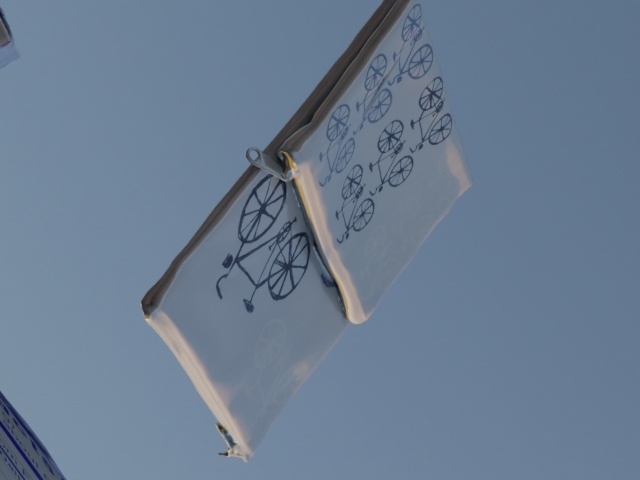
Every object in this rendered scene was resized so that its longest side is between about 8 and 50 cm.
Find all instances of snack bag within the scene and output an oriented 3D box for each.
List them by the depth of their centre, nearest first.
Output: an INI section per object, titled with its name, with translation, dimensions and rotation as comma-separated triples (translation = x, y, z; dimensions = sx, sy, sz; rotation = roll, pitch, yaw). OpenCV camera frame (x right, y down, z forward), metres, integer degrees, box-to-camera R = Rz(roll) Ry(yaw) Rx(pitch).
[snack bag]
translation = 0.000, 0.000, 1.505
dimensions = 0.037, 0.323, 0.342
rotation = 32, -107, 25

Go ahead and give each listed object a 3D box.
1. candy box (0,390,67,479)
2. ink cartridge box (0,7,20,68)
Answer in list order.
[candy box]
translation = -0.167, 0.119, 0.255
dimensions = 0.268, 0.317, 0.122
rotation = -32, -75, -2
[ink cartridge box]
translation = -0.154, -0.138, 0.525
dimensions = 0.207, 0.046, 0.097
rotation = 63, -6, -7
